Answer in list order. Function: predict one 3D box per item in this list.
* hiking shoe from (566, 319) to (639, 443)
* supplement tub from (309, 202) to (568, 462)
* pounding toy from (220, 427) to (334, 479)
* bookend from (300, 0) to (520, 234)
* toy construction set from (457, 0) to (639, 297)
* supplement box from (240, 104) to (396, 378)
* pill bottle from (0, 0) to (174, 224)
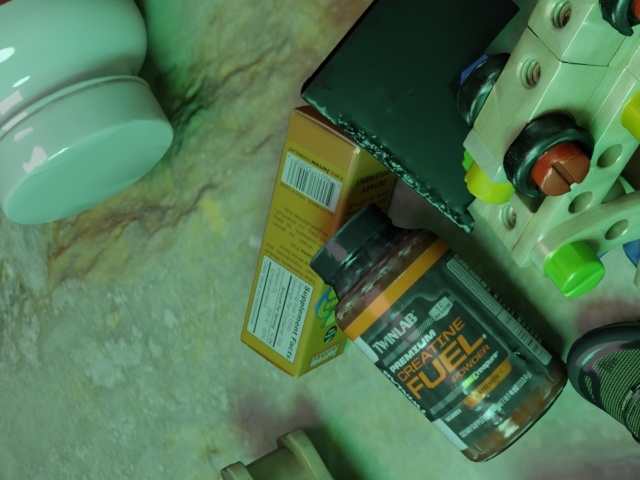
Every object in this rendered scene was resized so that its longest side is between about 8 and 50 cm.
[{"bbox_3d":[0.250,0.126,0.651,0.227,0.114,0.086,28,119,32],"label":"hiking shoe"},{"bbox_3d":[0.083,0.064,0.765,0.198,0.106,0.106,45,131,5],"label":"supplement tub"},{"bbox_3d":[0.033,0.287,0.938,0.269,0.155,0.154,55,162,26],"label":"pounding toy"},{"bbox_3d":[0.094,-0.117,0.726,0.156,0.072,0.157,38,101,-9],"label":"bookend"},{"bbox_3d":[0.190,-0.103,0.574,0.151,0.215,0.327,46,129,48],"label":"toy construction set"},{"bbox_3d":[0.000,0.000,0.865,0.080,0.078,0.233,34,125,27],"label":"supplement box"},{"bbox_3d":[-0.310,-0.231,0.965,0.229,0.229,0.407,-40,76,43],"label":"pill bottle"}]
